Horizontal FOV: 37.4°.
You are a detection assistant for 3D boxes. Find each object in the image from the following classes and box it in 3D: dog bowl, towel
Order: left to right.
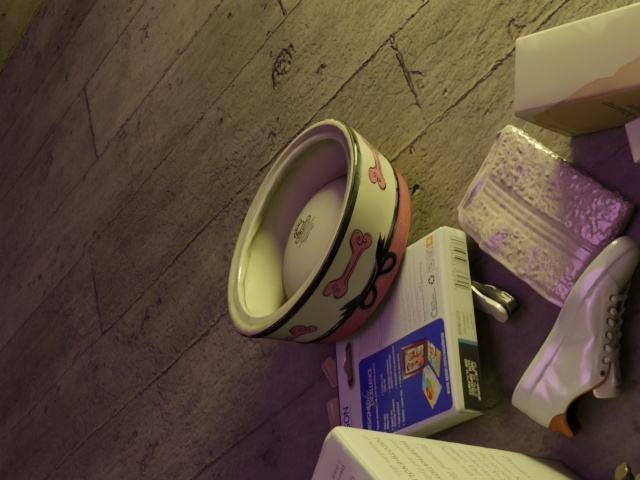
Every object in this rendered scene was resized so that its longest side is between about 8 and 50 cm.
[{"bbox_3d":[0.000,0.000,1.657,0.408,0.150,0.408,-44,32,39],"label":"dog bowl"},{"bbox_3d":[0.327,-0.042,1.429,0.282,0.049,0.187,44,115,46],"label":"towel"}]

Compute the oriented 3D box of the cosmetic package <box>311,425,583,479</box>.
[{"bbox_3d":[0.188,0.466,1.156,0.327,0.393,0.330,36,109,59],"label":"cosmetic package"}]

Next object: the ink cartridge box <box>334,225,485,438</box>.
[{"bbox_3d":[0.134,0.175,1.550,0.307,0.072,0.304,-37,49,50],"label":"ink cartridge box"}]

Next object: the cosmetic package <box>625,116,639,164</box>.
[{"bbox_3d":[0.454,-0.124,1.246,0.041,0.115,0.060,-27,60,43],"label":"cosmetic package"}]

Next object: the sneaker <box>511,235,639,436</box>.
[{"bbox_3d":[0.383,0.138,1.295,0.123,0.105,0.290,35,111,30],"label":"sneaker"}]

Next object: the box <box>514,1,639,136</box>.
[{"bbox_3d":[0.428,-0.237,1.286,0.311,0.147,0.121,-8,75,50],"label":"box"}]

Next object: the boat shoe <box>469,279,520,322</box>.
[{"bbox_3d":[0.265,0.088,1.477,0.038,0.046,0.125,-33,24,-11],"label":"boat shoe"}]

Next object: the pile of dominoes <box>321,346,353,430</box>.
[{"bbox_3d":[0.115,0.252,1.631,0.251,0.040,0.196,-33,53,31],"label":"pile of dominoes"}]

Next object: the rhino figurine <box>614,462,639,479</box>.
[{"bbox_3d":[0.475,0.242,1.143,0.243,0.106,0.073,-56,13,25],"label":"rhino figurine"}]
